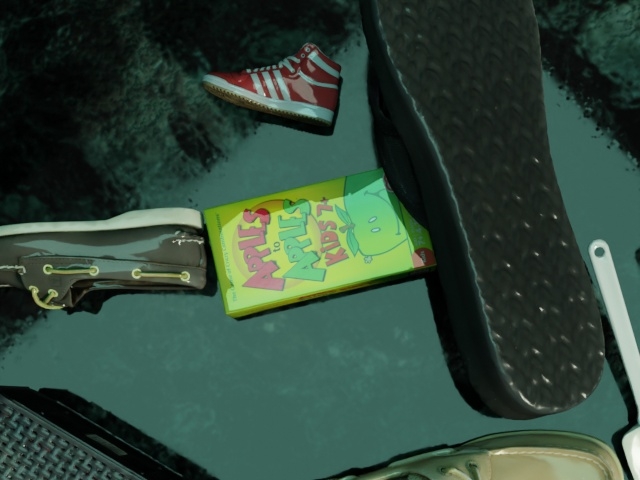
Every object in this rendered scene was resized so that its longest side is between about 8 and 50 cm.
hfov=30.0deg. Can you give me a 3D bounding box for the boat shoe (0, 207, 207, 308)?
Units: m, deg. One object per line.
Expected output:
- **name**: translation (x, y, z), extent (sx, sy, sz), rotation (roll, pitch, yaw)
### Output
- **boat shoe**: translation (-0.209, 0.021, 1.007), extent (0.227, 0.081, 0.069), rotation (-8, 78, 0)

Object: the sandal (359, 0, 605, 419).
- **sandal**: translation (0.106, -0.073, 0.970), extent (0.167, 0.107, 0.446), rotation (-5, 79, -36)

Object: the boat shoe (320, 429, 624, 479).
- **boat shoe**: translation (0.097, 0.218, 0.952), extent (0.302, 0.098, 0.109), rotation (-9, 82, 2)

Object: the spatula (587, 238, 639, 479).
- **spatula**: translation (0.311, 0.095, 0.969), extent (0.168, 0.019, 0.242), rotation (-18, 97, 6)

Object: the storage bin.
- **storage bin**: translation (-0.195, 0.196, 0.961), extent (0.180, 0.122, 0.084), rotation (28, 85, 7)

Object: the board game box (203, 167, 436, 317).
- **board game box**: translation (0.000, 0.000, 1.016), extent (0.181, 0.043, 0.092), rotation (-13, 82, 2)

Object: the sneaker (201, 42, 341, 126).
- **sneaker**: translation (-0.040, -0.145, 1.040), extent (0.118, 0.042, 0.067), rotation (15, 87, -2)
